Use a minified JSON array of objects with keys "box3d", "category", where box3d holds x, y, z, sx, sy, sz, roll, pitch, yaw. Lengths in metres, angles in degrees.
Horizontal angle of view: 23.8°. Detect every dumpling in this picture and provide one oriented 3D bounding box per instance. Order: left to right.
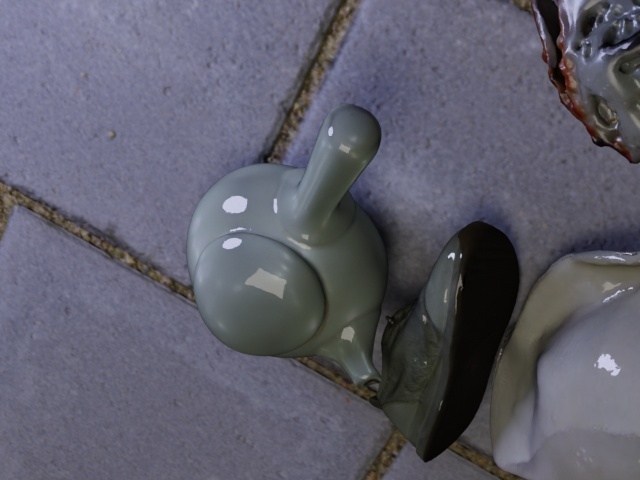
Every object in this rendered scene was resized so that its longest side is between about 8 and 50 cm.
[{"box3d":[0.298,0.131,1.409,0.341,0.181,0.260,-167,70,-66],"category":"dumpling"}]

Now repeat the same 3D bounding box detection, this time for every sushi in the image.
[{"box3d":[0.313,-0.104,1.258,0.332,0.124,0.130,42,135,-5],"category":"sushi"}]

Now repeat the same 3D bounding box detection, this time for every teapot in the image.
[{"box3d":[-0.036,-0.012,1.455,0.220,0.149,0.318,9,126,16],"category":"teapot"}]

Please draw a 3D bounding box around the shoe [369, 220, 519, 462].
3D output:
[{"box3d":[0.115,0.092,1.497,0.098,0.103,0.275,32,126,26],"category":"shoe"}]
